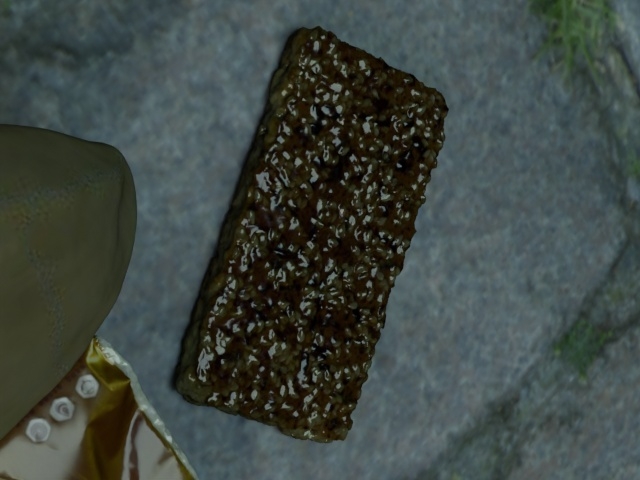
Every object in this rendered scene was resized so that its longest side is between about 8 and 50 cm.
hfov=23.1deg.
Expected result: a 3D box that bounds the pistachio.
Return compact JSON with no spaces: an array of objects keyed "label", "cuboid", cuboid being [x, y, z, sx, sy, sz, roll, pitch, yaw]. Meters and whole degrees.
[{"label":"pistachio","cuboid":[-0.188,0.024,0.709,0.238,0.138,0.153,-39,105,-27]}]

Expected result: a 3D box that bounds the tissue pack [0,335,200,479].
[{"label":"tissue pack","cuboid":[-0.158,0.175,0.782,0.226,0.092,0.183,-41,117,-21]}]

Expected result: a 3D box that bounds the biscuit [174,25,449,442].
[{"label":"biscuit","cuboid":[0.000,0.000,0.919,0.131,0.025,0.230,22,82,-36]}]
